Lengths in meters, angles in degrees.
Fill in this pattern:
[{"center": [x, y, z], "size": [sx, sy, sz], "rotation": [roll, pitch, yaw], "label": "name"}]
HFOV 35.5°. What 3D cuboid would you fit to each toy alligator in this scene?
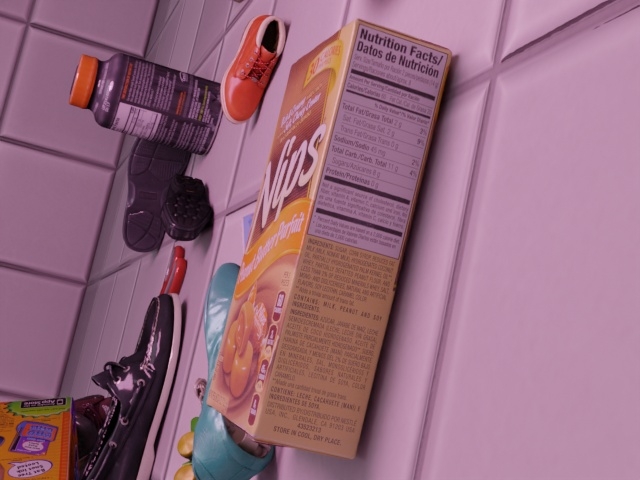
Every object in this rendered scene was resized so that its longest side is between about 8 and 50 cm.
[{"center": [-0.117, 0.221, 1.067], "size": [0.051, 0.056, 0.190], "rotation": [-17, 45, 19], "label": "toy alligator"}]

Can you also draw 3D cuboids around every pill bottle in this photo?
[{"center": [-0.295, -0.237, 1.688], "size": [0.130, 0.245, 0.130], "rotation": [-164, 90, -73], "label": "pill bottle"}]

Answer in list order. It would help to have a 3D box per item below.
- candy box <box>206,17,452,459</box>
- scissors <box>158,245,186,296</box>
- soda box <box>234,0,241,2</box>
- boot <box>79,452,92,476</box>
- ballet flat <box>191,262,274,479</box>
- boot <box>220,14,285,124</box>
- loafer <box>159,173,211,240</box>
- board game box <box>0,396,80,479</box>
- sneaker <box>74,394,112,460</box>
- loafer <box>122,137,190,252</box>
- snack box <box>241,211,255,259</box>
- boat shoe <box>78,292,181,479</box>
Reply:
[{"center": [0.000, 0.000, 0.808], "size": [0.183, 0.087, 0.316], "rotation": [176, 108, -72], "label": "candy box"}, {"center": [-0.283, 0.137, 1.712], "size": [0.109, 0.021, 0.297], "rotation": [-105, 36, -56], "label": "scissors"}, {"center": [-0.142, -0.454, 1.702], "size": [0.181, 0.061, 0.058], "rotation": [-163, 88, -74], "label": "soda box"}, {"center": [-0.452, 0.500, 1.842], "size": [0.106, 0.082, 0.219], "rotation": [-95, 28, -55], "label": "boot"}, {"center": [-0.067, 0.120, 0.970], "size": [0.087, 0.083, 0.247], "rotation": [-27, 46, 36], "label": "ballet flat"}, {"center": [-0.091, -0.235, 1.364], "size": [0.084, 0.059, 0.158], "rotation": [22, 96, 68], "label": "boot"}, {"center": [-0.212, -0.037, 1.558], "size": [0.223, 0.076, 0.078], "rotation": [-108, 31, -69], "label": "loafer"}, {"center": [-0.554, 0.493, 1.544], "size": [0.356, 0.356, 0.356], "rotation": [-123, 32, -68], "label": "board game box"}, {"center": [-0.444, 0.334, 1.890], "size": [0.281, 0.162, 0.106], "rotation": [-10, 99, 54], "label": "sneaker"}, {"center": [-0.322, -0.127, 1.934], "size": [0.095, 0.109, 0.302], "rotation": [-103, 29, -65], "label": "loafer"}, {"center": [-0.044, 0.021, 0.985], "size": [0.064, 0.022, 0.178], "rotation": [-24, 35, 11], "label": "snack box"}, {"center": [-0.294, 0.236, 1.502], "size": [0.127, 0.113, 0.340], "rotation": [174, 110, -71], "label": "boat shoe"}]
